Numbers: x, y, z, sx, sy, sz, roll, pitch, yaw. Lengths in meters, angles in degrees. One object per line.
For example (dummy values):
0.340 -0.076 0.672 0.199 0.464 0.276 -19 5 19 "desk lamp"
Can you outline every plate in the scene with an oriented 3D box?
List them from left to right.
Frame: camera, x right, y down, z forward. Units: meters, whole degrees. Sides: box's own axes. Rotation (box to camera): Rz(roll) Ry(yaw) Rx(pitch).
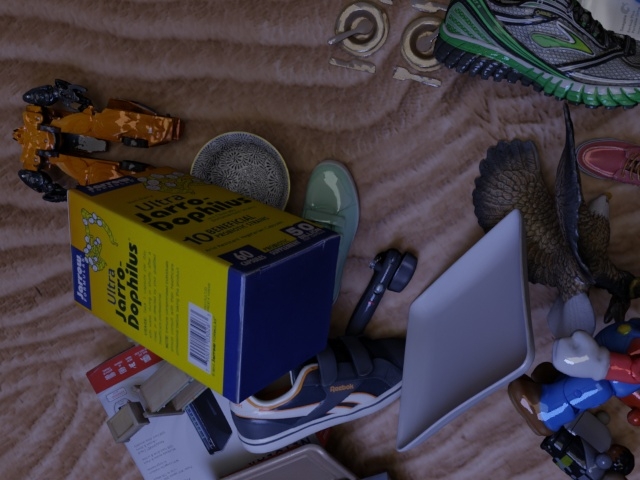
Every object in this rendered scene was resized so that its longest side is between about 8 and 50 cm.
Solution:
0.206 0.130 0.915 0.045 0.277 0.278 27 133 -12 "plate"

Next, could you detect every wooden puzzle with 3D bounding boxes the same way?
-0.059 0.410 1.106 0.238 0.044 0.221 -21 138 14 "wooden puzzle"

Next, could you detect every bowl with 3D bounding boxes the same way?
-0.123 -0.094 1.084 0.170 0.080 0.170 2 98 12 "bowl"

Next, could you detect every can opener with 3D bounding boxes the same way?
0.088 0.093 1.077 0.073 0.059 0.186 32 103 5 "can opener"

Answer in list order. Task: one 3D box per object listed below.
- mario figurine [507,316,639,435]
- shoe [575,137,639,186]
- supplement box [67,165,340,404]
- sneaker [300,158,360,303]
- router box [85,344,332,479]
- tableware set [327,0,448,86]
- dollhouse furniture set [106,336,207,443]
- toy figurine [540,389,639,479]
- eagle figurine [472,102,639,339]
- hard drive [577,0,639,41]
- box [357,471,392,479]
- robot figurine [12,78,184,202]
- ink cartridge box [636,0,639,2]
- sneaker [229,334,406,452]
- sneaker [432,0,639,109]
0.376 0.105 0.783 0.170 0.198 0.320 45 122 -12 "mario figurine"
0.465 -0.109 0.953 0.178 0.081 0.064 14 101 10 "shoe"
-0.177 0.043 0.949 0.356 0.194 0.195 22 118 32 "supplement box"
0.000 0.001 1.035 0.094 0.151 0.256 7 99 13 "sneaker"
-0.195 0.283 1.156 0.335 0.082 0.301 -29 92 15 "router box"
0.113 -0.321 1.019 0.194 0.039 0.128 15 101 10 "tableware set"
-0.277 0.213 1.091 0.182 0.101 0.161 -42 64 15 "dollhouse furniture set"
0.441 0.267 0.948 0.148 0.213 0.209 40 104 18 "toy figurine"
0.357 -0.019 0.942 0.298 0.225 0.226 43 119 -8 "eagle figurine"
0.542 -0.359 0.917 0.353 0.047 0.233 12 100 11 "hard drive"
0.084 0.478 1.109 0.145 0.038 0.186 -21 122 14 "box"
-0.388 -0.160 1.130 0.291 0.085 0.211 11 100 10 "robot figurine"
0.555 -0.348 0.803 0.232 0.171 0.168 25 102 7 "ink cartridge box"
0.012 0.208 1.018 0.321 0.126 0.127 -22 116 -16 "sneaker"
0.328 -0.273 0.884 0.343 0.134 0.146 20 122 15 "sneaker"
